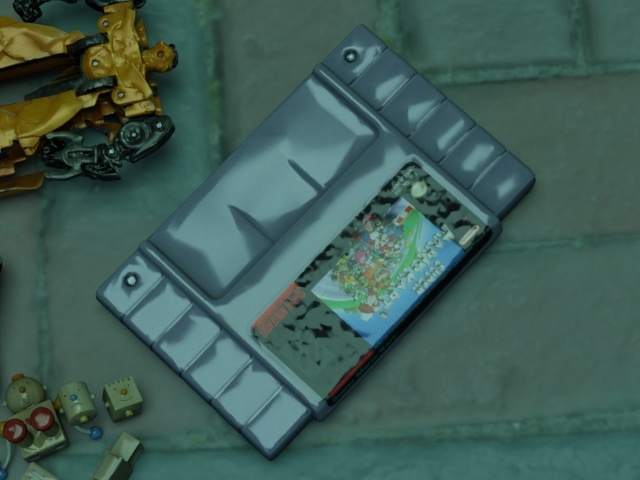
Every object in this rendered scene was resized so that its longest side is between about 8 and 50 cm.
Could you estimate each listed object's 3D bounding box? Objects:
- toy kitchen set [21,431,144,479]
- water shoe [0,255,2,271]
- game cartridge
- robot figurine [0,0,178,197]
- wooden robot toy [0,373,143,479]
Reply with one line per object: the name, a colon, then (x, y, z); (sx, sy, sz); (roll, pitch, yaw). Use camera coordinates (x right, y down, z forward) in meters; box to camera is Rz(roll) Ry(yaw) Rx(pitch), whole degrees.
toy kitchen set: (-0.210, 0.194, 1.728); (0.075, 0.068, 0.083); (30, 78, 10)
water shoe: (-0.322, 0.108, 1.767); (0.080, 0.073, 0.203); (30, 76, -18)
game cartridge: (0.000, 0.000, 1.782); (0.230, 0.068, 0.355); (41, 80, 16)
robot figurine: (-0.272, -0.136, 1.813); (0.291, 0.085, 0.211); (-12, 75, -1)
wooden robot toy: (-0.250, 0.146, 1.746); (0.173, 0.076, 0.079); (-24, 64, -5)
